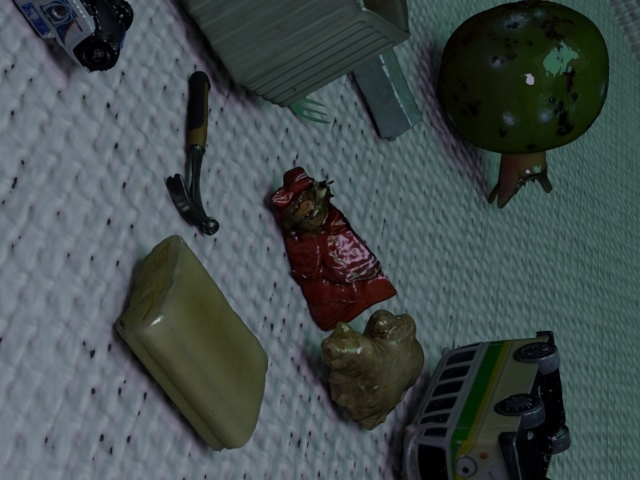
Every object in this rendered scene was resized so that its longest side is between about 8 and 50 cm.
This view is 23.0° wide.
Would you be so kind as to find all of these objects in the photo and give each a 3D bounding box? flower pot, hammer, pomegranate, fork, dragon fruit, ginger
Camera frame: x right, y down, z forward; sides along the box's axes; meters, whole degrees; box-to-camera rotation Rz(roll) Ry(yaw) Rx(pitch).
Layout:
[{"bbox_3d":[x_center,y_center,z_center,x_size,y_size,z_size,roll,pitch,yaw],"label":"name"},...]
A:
[{"bbox_3d":[-0.031,-0.294,1.820,0.239,0.189,0.209,59,21,-13],"label":"flower pot"},{"bbox_3d":[-0.134,-0.104,1.686,0.078,0.021,0.201,46,33,-45],"label":"hammer"},{"bbox_3d":[0.330,-0.223,2.506,0.291,0.290,0.323,5,77,-65],"label":"pomegranate"},{"bbox_3d":[-0.059,-0.196,1.926,0.235,0.021,0.039,32,32,-52],"label":"fork"},{"bbox_3d":[0.017,-0.005,1.852,0.192,0.092,0.122,63,24,-17],"label":"dragon fruit"},{"bbox_3d":[0.059,0.154,1.840,0.213,0.074,0.138,-9,96,-68],"label":"ginger"}]

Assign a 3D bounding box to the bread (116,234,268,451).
[{"bbox_3d":[-0.118,0.101,1.514,0.178,0.060,0.139,56,28,-31],"label":"bread"}]

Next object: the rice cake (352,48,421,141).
[{"bbox_3d":[0.079,-0.235,2.205,0.206,0.063,0.069,66,26,-10],"label":"rice cake"}]

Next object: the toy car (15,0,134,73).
[{"bbox_3d":[-0.245,-0.237,1.481,0.171,0.070,0.080,57,27,-33],"label":"toy car"}]

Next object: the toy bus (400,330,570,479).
[{"bbox_3d":[0.206,0.240,1.974,0.305,0.179,0.143,-56,139,-62],"label":"toy bus"}]
